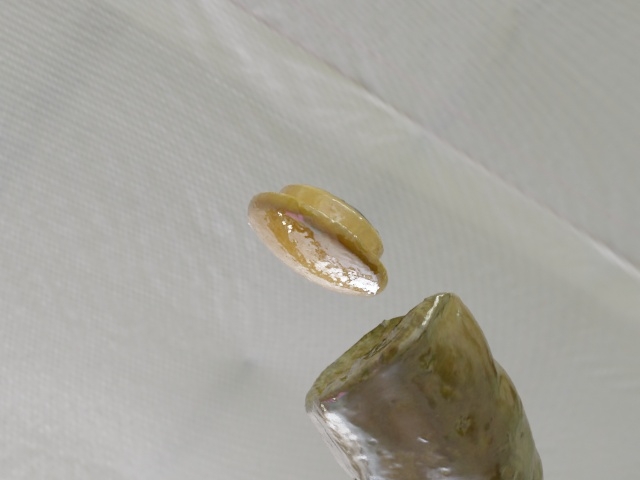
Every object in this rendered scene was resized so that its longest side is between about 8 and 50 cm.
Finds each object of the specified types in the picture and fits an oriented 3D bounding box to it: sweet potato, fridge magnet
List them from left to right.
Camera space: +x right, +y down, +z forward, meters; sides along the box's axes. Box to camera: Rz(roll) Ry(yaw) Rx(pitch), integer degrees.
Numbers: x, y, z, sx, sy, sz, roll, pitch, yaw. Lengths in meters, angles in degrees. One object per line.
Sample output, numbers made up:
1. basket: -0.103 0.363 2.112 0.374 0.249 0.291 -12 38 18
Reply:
1. fridge magnet: 0.000 0.000 1.349 0.063 0.143 0.143 -57 -39 -20
2. sweet potato: 0.105 0.177 1.244 0.158 0.158 0.369 -37 -50 -4
